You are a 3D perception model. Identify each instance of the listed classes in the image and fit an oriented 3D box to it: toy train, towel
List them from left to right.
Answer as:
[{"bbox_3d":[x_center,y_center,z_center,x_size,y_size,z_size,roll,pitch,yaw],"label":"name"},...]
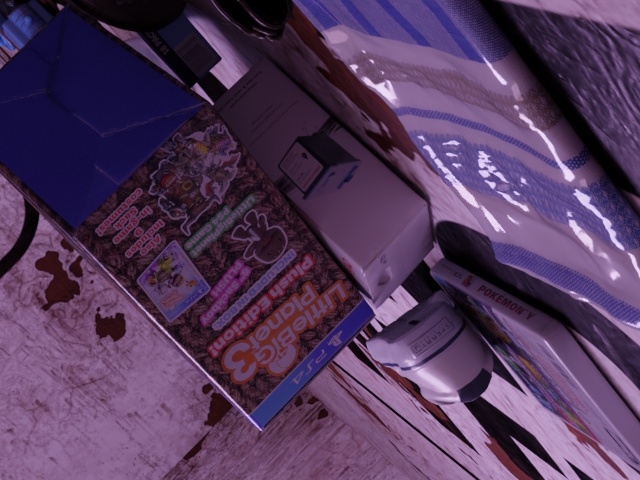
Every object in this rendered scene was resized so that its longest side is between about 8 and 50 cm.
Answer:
[{"bbox_3d":[-0.394,-0.281,2.207,0.184,0.080,0.105,46,164,11],"label":"toy train"},{"bbox_3d":[0.097,-0.059,0.927,0.285,0.034,0.209,49,171,-28],"label":"towel"}]

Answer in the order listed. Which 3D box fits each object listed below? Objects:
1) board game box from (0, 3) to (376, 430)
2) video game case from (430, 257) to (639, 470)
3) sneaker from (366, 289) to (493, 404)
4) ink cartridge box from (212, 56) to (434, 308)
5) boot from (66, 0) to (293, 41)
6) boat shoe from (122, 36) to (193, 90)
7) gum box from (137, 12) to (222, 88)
[{"bbox_3d":[-0.127,-0.018,1.298,0.232,0.141,0.291,37,169,45],"label":"board game box"},{"bbox_3d":[0.196,0.109,1.334,0.201,0.023,0.183,48,172,-30],"label":"video game case"},{"bbox_3d":[0.103,0.108,1.448,0.091,0.094,0.258,55,-178,-1],"label":"sneaker"},{"bbox_3d":[0.000,-0.046,1.324,0.190,0.082,0.139,42,172,15],"label":"ink cartridge box"},{"bbox_3d":[-0.109,-0.193,1.127,0.229,0.091,0.263,31,173,32],"label":"boot"},{"bbox_3d":[-0.195,-0.147,1.731,0.113,0.105,0.306,55,149,7],"label":"boat shoe"},{"bbox_3d":[-0.168,-0.219,1.365,0.157,0.041,0.184,48,179,-24],"label":"gum box"}]
